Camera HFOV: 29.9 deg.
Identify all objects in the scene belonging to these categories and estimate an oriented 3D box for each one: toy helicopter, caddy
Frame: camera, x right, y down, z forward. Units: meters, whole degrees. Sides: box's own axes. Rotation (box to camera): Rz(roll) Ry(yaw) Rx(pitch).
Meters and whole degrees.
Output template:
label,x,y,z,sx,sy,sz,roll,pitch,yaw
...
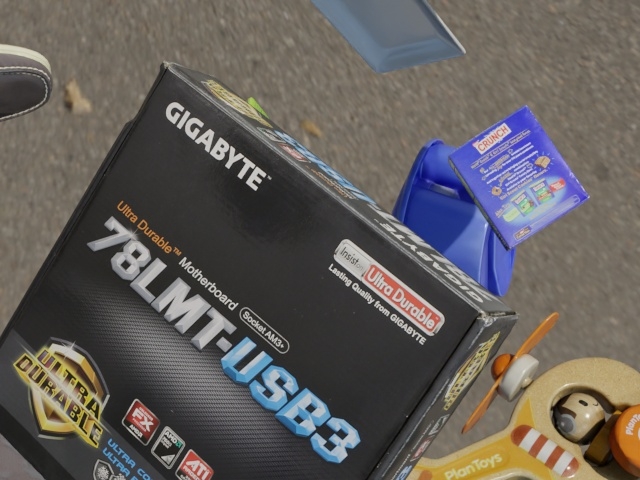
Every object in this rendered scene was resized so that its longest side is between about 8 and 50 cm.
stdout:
label,x,y,z,sx,sy,sz,roll,pitch,yaw
toy helicopter,0.227,0.230,1.394,0.355,0.235,0.140,-18,151,-13
caddy,0.189,0.006,1.832,0.179,0.241,0.341,12,138,18

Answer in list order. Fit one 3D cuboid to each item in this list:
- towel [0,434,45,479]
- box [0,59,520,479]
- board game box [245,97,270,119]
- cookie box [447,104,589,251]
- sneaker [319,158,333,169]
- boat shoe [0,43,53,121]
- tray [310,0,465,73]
label,x,y,z,sx,sy,sz,roll,pitch,yaw
towel,-0.209,0.242,1.124,0.331,0.317,0.053,16,115,-22
box,-0.066,0.080,0.810,0.295,0.073,0.293,40,107,23
board game box,0.000,0.000,1.078,0.039,0.124,0.259,-33,114,21
cookie box,0.187,-0.059,1.136,0.091,0.040,0.107,-32,82,-1
sneaker,-0.027,-0.038,1.356,0.063,0.162,0.073,-26,111,37
boat shoe,-0.403,-0.127,1.202,0.285,0.092,0.103,-11,139,-26
tray,0.072,-0.315,1.576,0.145,0.030,0.270,-7,150,33
